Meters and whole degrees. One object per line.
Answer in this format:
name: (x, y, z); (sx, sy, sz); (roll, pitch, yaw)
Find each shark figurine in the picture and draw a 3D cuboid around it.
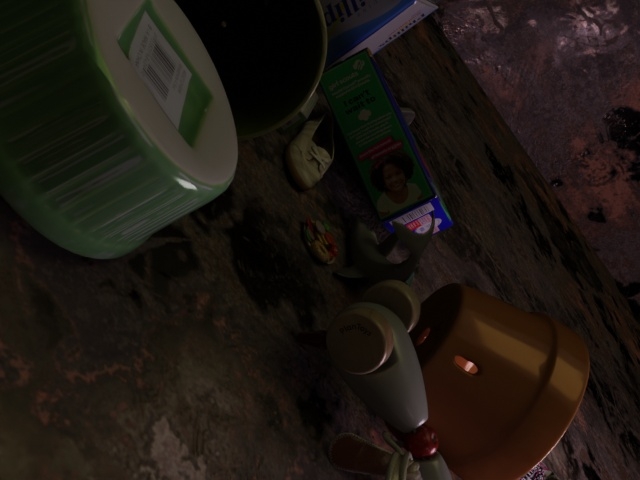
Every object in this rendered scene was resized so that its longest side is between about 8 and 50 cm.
shark figurine: (0.087, 0.038, 1.222); (0.116, 0.278, 0.166); (-1, 90, -19)

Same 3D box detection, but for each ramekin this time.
ramekin: (-0.215, -0.146, 0.790); (0.303, 0.148, 0.303); (54, 22, -35)

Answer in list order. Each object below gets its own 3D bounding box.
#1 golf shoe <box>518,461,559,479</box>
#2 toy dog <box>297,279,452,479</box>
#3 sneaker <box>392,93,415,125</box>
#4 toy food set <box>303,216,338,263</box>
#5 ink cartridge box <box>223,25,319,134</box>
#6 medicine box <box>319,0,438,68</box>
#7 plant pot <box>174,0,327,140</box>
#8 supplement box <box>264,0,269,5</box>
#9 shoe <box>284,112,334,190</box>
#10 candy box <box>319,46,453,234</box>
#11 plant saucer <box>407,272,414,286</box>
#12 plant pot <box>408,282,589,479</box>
golf shoe: (0.386, 0.435, 1.415); (0.186, 0.067, 0.086); (42, 4, -31)
toy dog: (0.065, 0.220, 1.010); (0.220, 0.161, 0.333); (19, 61, -57)
sneaker: (0.114, -0.310, 1.733); (0.118, 0.083, 0.222); (49, 27, 25)
toy food set: (0.000, 0.000, 1.229); (0.083, 0.020, 0.082); (-1, 63, -61)
ink cartridge box: (-0.097, -0.300, 1.335); (0.209, 0.062, 0.109); (50, 28, -17)
medicine box: (0.069, -0.570, 1.695); (0.289, 0.263, 0.149); (62, 26, 7)
plant pot: (-0.130, -0.325, 1.112); (0.275, 0.275, 0.293); (48, 17, -21)
supplement box: (-0.099, -0.466, 1.501); (0.130, 0.073, 0.239); (4, 58, -59)
shoe: (-0.013, -0.165, 1.341); (0.076, 0.058, 0.219); (47, 28, -23)
candy box: (0.129, -0.168, 1.462); (0.317, 0.122, 0.268); (66, 10, 15)
plant saucer: (0.128, 0.110, 1.285); (0.018, 0.067, 0.192); (32, 28, 0)
plant pot: (0.232, 0.201, 1.165); (0.203, 0.291, 0.291); (36, 30, -8)
